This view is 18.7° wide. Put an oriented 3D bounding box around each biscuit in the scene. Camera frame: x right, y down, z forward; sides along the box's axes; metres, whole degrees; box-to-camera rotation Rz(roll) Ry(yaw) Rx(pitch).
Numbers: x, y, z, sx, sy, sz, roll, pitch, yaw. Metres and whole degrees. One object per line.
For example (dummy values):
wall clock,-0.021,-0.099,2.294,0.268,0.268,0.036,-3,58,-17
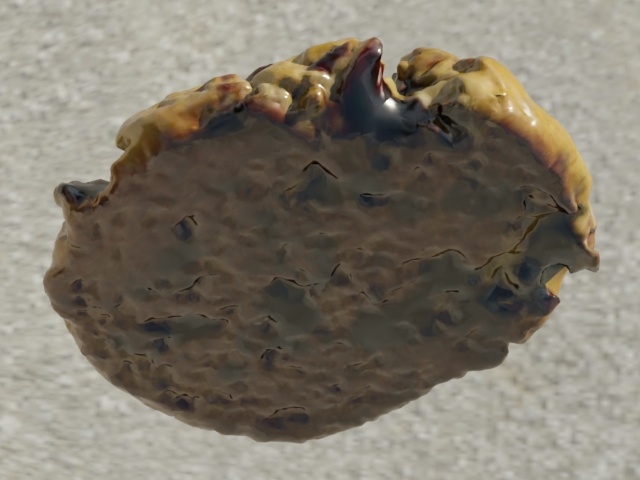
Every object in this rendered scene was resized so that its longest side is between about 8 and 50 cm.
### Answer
biscuit,-0.002,-0.003,1.171,0.289,0.334,0.081,55,20,-39
